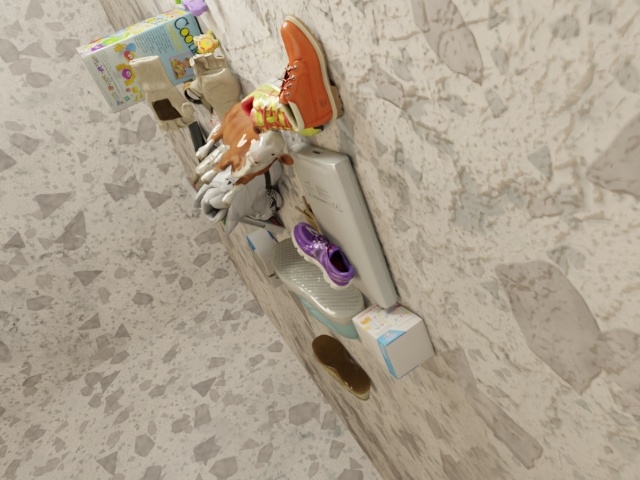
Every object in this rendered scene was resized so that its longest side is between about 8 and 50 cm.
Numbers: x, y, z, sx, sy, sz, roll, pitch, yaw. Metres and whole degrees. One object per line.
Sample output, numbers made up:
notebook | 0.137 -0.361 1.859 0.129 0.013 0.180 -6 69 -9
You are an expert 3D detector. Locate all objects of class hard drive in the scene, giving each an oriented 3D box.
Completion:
hard drive | 0.042 -0.032 0.908 0.203 0.040 0.308 34 151 58

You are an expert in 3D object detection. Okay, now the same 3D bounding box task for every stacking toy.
stacking toy | -0.296 -0.536 1.008 0.221 0.052 0.167 56 165 13

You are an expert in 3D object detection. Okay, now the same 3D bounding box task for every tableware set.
tableware set | 0.000 0.000 1.109 0.128 0.039 0.194 39 155 52

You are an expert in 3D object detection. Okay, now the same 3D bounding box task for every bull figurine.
bull figurine | -0.161 -0.187 0.968 0.101 0.188 0.310 42 -165 -33

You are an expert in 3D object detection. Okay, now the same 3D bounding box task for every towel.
towel | -0.263 -0.215 1.247 0.049 0.187 0.282 46 168 -13

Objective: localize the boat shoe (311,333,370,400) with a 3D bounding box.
boat shoe | 0.066 0.441 1.623 0.285 0.104 0.089 44 156 43

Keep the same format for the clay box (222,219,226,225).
clay box | -0.367 -0.169 1.799 0.222 0.127 0.053 49 162 34

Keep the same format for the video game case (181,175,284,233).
video game case | -0.267 -0.107 1.443 0.285 0.025 0.204 16 -160 -43

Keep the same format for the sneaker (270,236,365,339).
sneaker | -0.013 0.132 1.226 0.366 0.135 0.150 45 157 45

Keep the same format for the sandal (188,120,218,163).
sandal | -0.392 -0.292 1.739 0.168 0.107 0.446 82 166 -58

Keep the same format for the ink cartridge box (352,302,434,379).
ink cartridge box | 0.136 0.184 0.922 0.143 0.092 0.090 30 148 60

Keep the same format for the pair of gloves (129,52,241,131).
pair of gloves | -0.304 -0.343 1.110 0.204 0.240 0.042 82 -172 -56

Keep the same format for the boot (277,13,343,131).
boot | -0.032 -0.236 0.673 0.158 0.084 0.059 66 165 -19

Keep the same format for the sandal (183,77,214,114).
sandal | -0.385 -0.449 1.444 0.219 0.060 0.090 50 163 30

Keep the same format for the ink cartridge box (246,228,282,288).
ink cartridge box | -0.195 0.068 1.782 0.148 0.085 0.203 51 164 30

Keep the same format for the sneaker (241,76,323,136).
sneaker | -0.071 -0.218 0.811 0.208 0.094 0.082 38 153 50

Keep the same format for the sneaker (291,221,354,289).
sneaker | 0.012 0.019 0.943 0.170 0.068 0.071 45 146 17

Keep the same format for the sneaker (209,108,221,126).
sneaker | -0.271 -0.347 1.258 0.051 0.070 0.134 46 160 45

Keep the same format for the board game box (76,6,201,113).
board game box | -0.432 -0.454 1.165 0.142 0.275 0.144 44 159 49

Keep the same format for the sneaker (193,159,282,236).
sneaker | -0.214 -0.106 1.232 0.137 0.210 0.366 44 162 8
